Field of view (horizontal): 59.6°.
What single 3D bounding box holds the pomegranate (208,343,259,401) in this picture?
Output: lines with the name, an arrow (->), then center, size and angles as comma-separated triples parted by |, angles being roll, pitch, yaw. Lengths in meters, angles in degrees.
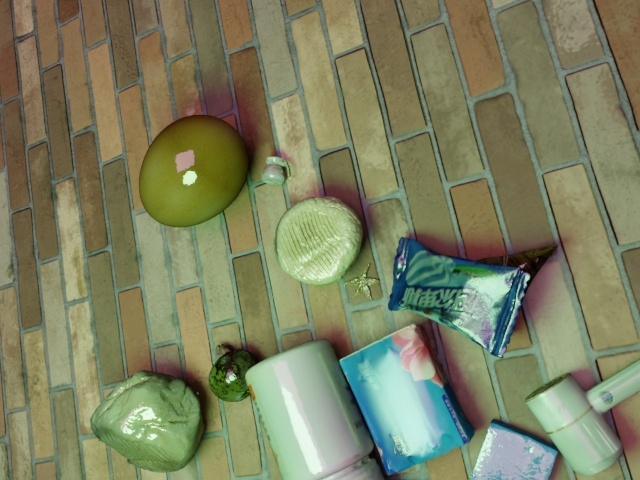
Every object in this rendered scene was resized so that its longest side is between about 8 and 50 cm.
pomegranate -> -0.214, 0.330, 1.414 | 0.126, 0.163, 0.138 | 24, 113, -14

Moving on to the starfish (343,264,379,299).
starfish -> 0.099, 0.100, 1.351 | 0.092, 0.016, 0.086 | 0, 82, 26

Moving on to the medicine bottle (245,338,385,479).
medicine bottle -> -0.004, 0.433, 1.244 | 0.219, 0.219, 0.388 | -30, 74, 17

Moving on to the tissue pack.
tissue pack -> 0.181, 0.343, 1.218 | 0.209, 0.137, 0.269 | -29, 74, 19

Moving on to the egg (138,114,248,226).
egg -> -0.330, -0.172, 1.437 | 0.322, 0.250, 0.250 | -44, 69, 17

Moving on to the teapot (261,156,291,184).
teapot -> -0.112, -0.182, 1.449 | 0.083, 0.064, 0.064 | -2, 75, 27

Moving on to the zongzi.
zongzi -> 0.419, 0.115, 1.169 | 0.184, 0.084, 0.187 | -15, 79, 27

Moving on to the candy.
candy -> 0.275, 0.111, 1.188 | 0.331, 0.077, 0.186 | 20, 102, 46

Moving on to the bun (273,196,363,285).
bun -> 0.000, 0.000, 1.340 | 0.221, 0.134, 0.220 | -4, 76, 18

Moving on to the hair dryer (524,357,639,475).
hair dryer -> 0.597, 0.287, 1.078 | 0.357, 0.107, 0.173 | -36, 74, 9

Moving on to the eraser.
eraser -> 0.374, 0.546, 1.162 | 0.144, 0.043, 0.311 | 20, 92, 24

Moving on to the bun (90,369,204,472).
bun -> -0.416, 0.446, 1.413 | 0.282, 0.281, 0.204 | -2, 49, 23
